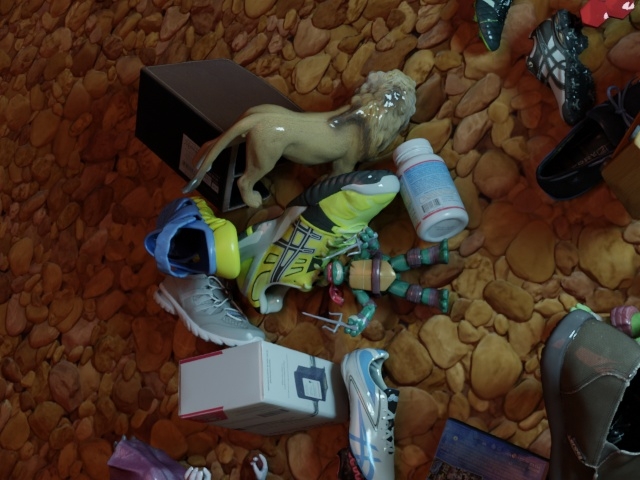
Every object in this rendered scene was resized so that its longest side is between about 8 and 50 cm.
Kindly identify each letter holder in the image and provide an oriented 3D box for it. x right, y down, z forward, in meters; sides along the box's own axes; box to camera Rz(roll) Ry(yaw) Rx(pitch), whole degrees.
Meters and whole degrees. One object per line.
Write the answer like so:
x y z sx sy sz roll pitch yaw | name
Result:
-0.178 -0.212 1.869 0.302 0.214 0.152 40 132 35 | letter holder

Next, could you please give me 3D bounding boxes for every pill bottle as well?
0.174 -0.083 1.606 0.087 0.087 0.160 -32 60 24 | pill bottle

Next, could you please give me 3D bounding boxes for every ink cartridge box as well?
-0.089 0.245 1.602 0.172 0.237 0.100 -17 65 31 | ink cartridge box

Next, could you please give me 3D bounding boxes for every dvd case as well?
0.226 0.413 1.467 0.180 0.022 0.253 19 87 36 | dvd case

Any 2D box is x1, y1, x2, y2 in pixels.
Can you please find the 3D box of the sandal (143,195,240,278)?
-0.251 -0.007 1.758 0.317 0.138 0.126 -159 65 -66 | sandal

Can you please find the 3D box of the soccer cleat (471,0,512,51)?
0.292 -0.399 1.635 0.072 0.060 0.179 -11 68 31 | soccer cleat

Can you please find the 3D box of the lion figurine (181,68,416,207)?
-0.026 -0.172 1.631 0.142 0.392 0.240 59 140 19 | lion figurine

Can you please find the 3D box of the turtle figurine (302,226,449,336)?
0.087 0.056 1.581 0.234 0.118 0.175 -1 106 9 | turtle figurine

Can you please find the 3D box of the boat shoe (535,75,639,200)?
0.429 -0.154 1.447 0.258 0.089 0.109 -48 55 14 | boat shoe

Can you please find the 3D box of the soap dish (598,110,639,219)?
0.494 -0.177 1.298 0.118 0.229 0.291 32 85 7 | soap dish

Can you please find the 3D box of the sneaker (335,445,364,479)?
0.050 0.386 1.588 0.057 0.047 0.119 -25 56 34 | sneaker

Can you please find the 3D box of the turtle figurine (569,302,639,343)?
0.430 0.087 1.291 0.266 0.275 0.198 -21 56 41 | turtle figurine

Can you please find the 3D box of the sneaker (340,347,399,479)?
0.089 0.285 1.564 0.086 0.085 0.237 -17 70 22 | sneaker

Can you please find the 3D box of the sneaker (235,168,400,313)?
0.000 0.000 1.679 0.385 0.145 0.147 -33 72 40 | sneaker

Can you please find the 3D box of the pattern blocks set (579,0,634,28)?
0.505 -0.490 1.470 0.325 0.026 0.285 -21 86 14 | pattern blocks set

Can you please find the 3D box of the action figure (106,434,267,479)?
-0.216 0.469 1.620 0.370 0.248 0.276 22 91 40 | action figure

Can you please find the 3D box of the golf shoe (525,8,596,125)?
0.370 -0.259 1.538 0.094 0.077 0.198 -20 59 41 | golf shoe

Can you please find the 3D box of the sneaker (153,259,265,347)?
-0.199 0.113 1.798 0.281 0.105 0.115 29 94 38 | sneaker

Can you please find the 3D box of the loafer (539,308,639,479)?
0.363 0.256 1.227 0.130 0.366 0.134 18 50 43 | loafer
